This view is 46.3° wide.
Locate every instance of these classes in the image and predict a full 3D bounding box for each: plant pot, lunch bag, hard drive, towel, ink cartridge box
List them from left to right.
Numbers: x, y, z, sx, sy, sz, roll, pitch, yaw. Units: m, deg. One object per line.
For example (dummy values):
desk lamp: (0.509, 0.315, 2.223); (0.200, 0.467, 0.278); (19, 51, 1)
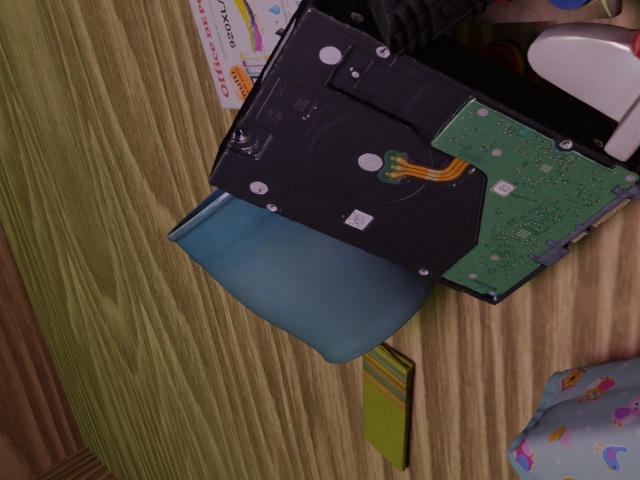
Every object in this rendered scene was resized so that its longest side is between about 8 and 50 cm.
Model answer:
ink cartridge box: (-0.005, -0.242, 0.803); (0.233, 0.168, 0.171); (14, 125, 49)
plant pot: (0.000, 0.000, 0.919); (0.255, 0.271, 0.272); (49, 148, -10)
towel: (0.103, 0.255, 1.171); (0.102, 0.021, 0.237); (37, 141, 41)
hard drive: (0.094, -0.072, 0.695); (0.339, 0.064, 0.237); (23, 140, -14)
lunch bag: (0.349, 0.242, 0.703); (0.262, 0.160, 0.223); (52, 144, -6)

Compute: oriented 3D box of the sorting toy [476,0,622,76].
sorting toy: (0.167, -0.250, 0.599); (0.132, 0.046, 0.274); (14, 123, 44)

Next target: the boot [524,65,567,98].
boot: (0.186, -0.124, 0.740); (0.084, 0.059, 0.157); (48, 146, 29)

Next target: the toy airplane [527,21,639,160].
toy airplane: (0.276, -0.197, 0.414); (0.386, 0.272, 0.384); (41, 170, -32)

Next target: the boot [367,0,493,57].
boot: (0.021, -0.257, 0.428); (0.338, 0.118, 0.222); (84, 161, -83)
